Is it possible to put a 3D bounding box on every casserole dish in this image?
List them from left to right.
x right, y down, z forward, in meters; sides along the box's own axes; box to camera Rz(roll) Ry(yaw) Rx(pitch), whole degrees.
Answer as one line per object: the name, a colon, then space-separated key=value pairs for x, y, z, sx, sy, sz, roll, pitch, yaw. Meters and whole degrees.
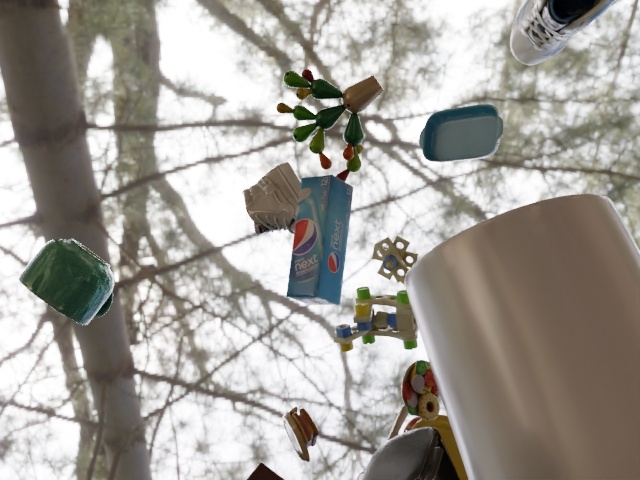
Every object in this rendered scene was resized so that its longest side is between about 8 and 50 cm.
casserole dish: x=0.288 y=-0.211 z=1.704 sx=0.188 sy=0.114 sz=0.037 roll=-3 pitch=164 yaw=38

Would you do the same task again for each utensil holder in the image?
utensil holder: x=0.308 y=0.179 z=1.087 sx=0.327 sy=0.327 sz=0.385 roll=-12 pitch=-112 yaw=-19

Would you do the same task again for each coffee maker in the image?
coffee maker: x=0.120 y=0.300 z=0.838 sx=0.120 sy=0.178 sz=0.171 roll=-34 pitch=-167 yaw=6

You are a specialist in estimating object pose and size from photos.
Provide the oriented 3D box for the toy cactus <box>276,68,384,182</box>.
toy cactus: x=0.032 y=-0.227 z=1.508 sx=0.180 sy=0.219 sz=0.112 roll=-33 pitch=-177 yaw=11

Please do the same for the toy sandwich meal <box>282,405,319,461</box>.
toy sandwich meal: x=-0.026 y=0.268 z=1.177 sx=0.029 sy=0.085 sz=0.085 roll=-23 pitch=-137 yaw=-16

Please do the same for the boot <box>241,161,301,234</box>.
boot: x=-0.062 y=-0.037 z=1.573 sx=0.123 sy=0.095 sz=0.258 roll=-33 pitch=-138 yaw=2

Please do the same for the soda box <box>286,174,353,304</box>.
soda box: x=0.000 y=0.000 z=1.419 sx=0.067 sy=0.071 sz=0.210 roll=-3 pitch=-107 yaw=34

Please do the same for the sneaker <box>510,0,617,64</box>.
sneaker: x=0.290 y=-0.283 z=1.045 sx=0.086 sy=0.237 sz=0.085 roll=-39 pitch=-93 yaw=-20

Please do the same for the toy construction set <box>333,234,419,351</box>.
toy construction set: x=0.166 y=0.118 z=1.767 sx=0.215 sy=0.151 sz=0.327 roll=-5 pitch=-151 yaw=20

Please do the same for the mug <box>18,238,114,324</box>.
mug: x=-0.391 y=0.059 z=1.341 sx=0.129 sy=0.158 sz=0.097 roll=36 pitch=-96 yaw=0

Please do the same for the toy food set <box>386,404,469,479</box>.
toy food set: x=0.191 y=0.359 z=1.425 sx=0.218 sy=0.071 sz=0.128 roll=24 pitch=-108 yaw=-16

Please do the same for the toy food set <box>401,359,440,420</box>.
toy food set: x=0.145 y=0.212 z=1.207 sx=0.020 sy=0.082 sz=0.083 roll=-4 pitch=-118 yaw=49

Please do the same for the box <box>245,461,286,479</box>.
box: x=-0.103 y=0.525 z=1.429 sx=0.168 sy=0.167 sz=0.203 roll=34 pitch=-125 yaw=14
